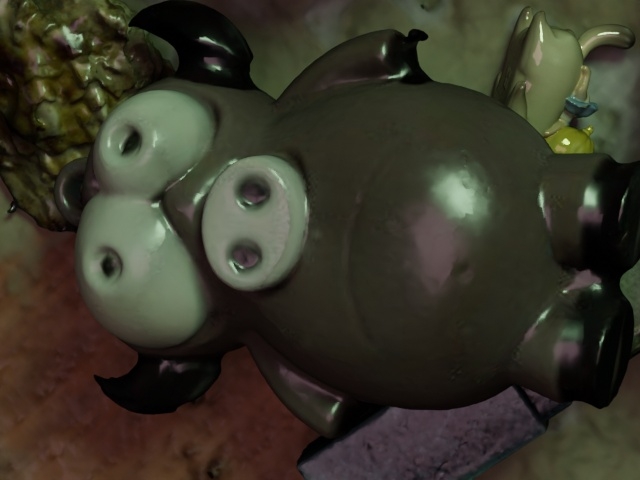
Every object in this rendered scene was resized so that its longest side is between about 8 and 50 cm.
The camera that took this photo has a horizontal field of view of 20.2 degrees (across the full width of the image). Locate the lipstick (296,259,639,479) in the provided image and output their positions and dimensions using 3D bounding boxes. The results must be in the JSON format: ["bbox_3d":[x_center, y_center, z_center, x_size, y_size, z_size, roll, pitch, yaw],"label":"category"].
[{"bbox_3d":[0.132,0.028,0.779,0.312,0.051,0.051,-35,88,10],"label":"lipstick"}]

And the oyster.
[{"bbox_3d":[-0.127,-0.082,0.810,0.105,0.056,0.177,-22,98,20],"label":"oyster"}]

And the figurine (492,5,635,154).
[{"bbox_3d":[0.101,-0.057,0.777,0.051,0.047,0.083,17,104,-3],"label":"figurine"}]

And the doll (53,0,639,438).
[{"bbox_3d":[0.002,0.000,0.738,0.257,0.117,0.182,11,96,16],"label":"doll"}]
